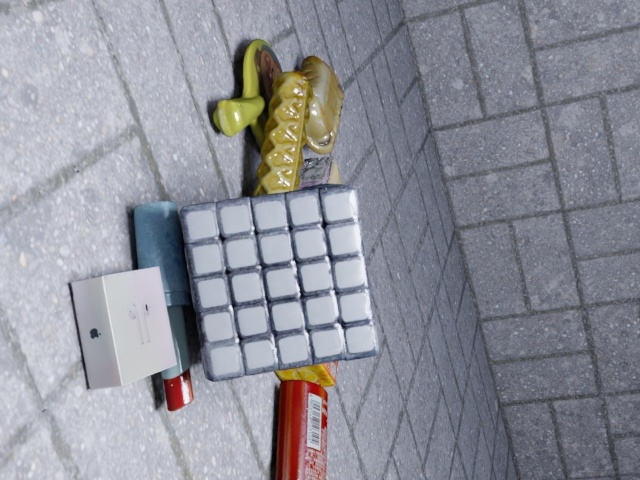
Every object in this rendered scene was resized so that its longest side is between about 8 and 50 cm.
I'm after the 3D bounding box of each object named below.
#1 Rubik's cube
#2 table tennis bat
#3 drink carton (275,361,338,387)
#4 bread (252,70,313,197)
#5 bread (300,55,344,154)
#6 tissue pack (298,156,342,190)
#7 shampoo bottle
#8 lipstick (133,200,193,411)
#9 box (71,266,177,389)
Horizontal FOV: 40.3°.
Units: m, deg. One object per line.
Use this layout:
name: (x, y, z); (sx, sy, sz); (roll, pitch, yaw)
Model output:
Rubik's cube: (-0.063, 0.051, 1.220); (0.237, 0.237, 0.238); (-170, -111, -83)
table tennis bat: (-0.113, -0.253, 1.597); (0.368, 0.054, 0.224); (-49, 130, -69)
drink carton: (-0.049, 0.171, 1.496); (0.223, 0.096, 0.071); (60, 28, -44)
bread: (-0.071, -0.129, 1.533); (0.084, 0.077, 0.367); (16, 75, -25)
bread: (-0.010, -0.293, 1.863); (0.134, 0.081, 0.225); (57, 31, -37)
tissue pack: (0.000, 0.000, 1.687); (0.215, 0.123, 0.256); (-76, 157, -53)
shampoo bottle: (-0.033, 0.395, 1.463); (0.118, 0.076, 0.314); (52, 34, -54)
lipstick: (-0.203, 0.088, 1.159); (0.068, 0.061, 0.274); (3, 77, -63)
box: (-0.239, 0.104, 1.067); (0.130, 0.051, 0.129); (-10, 90, -71)
